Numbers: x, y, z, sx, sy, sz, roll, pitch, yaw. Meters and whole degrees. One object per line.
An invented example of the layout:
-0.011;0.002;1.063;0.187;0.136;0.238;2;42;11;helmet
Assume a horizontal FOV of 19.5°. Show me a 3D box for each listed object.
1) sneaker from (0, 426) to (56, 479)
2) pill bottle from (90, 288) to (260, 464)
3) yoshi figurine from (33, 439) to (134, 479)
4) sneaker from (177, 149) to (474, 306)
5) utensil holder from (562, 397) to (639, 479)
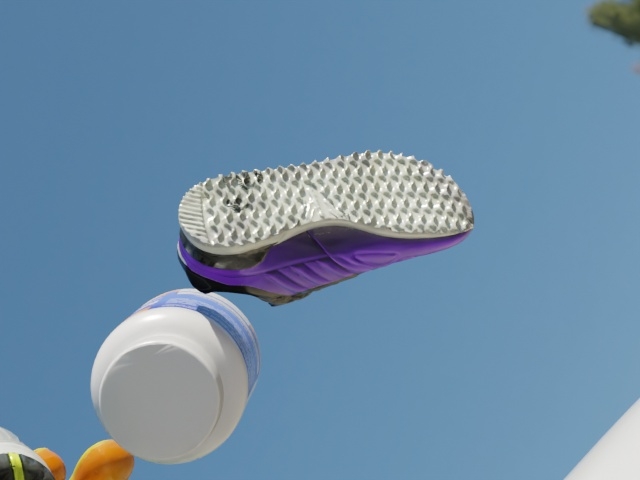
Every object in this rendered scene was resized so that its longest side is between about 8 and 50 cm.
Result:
-0.343;0.328;1.581;0.145;0.147;0.384;31;-84;-29;sneaker
-0.142;0.134;1.828;0.272;0.152;0.152;-56;-10;-85;pill bottle
-0.154;0.337;1.846;0.203;0.362;0.203;-36;-28;-12;yoshi figurine
0.000;-0.001;1.825;0.293;0.102;0.146;-3;-37;-13;sneaker
0.306;0.162;0.970;0.385;0.328;0.327;-37;-35;-33;utensil holder
